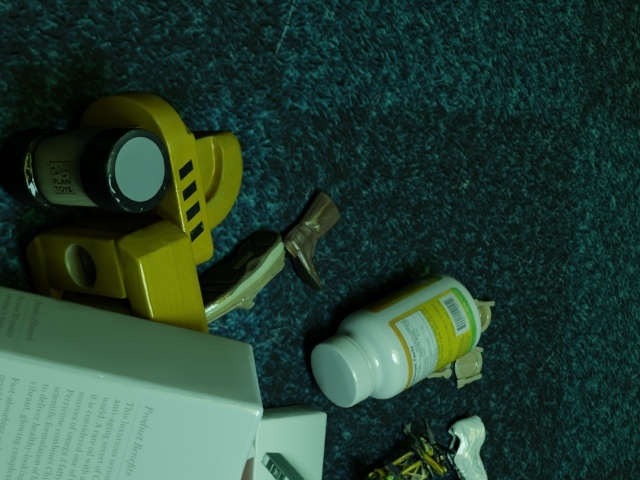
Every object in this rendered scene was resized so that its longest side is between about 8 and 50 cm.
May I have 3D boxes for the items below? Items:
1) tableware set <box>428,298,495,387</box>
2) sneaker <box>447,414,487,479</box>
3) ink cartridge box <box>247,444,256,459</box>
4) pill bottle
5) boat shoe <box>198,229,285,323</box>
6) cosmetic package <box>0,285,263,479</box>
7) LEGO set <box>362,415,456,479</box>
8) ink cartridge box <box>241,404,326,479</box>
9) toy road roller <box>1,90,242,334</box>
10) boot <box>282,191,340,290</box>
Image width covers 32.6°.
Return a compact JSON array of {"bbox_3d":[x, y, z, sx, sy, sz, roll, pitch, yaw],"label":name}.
[{"bbox_3d":[0.228,0.160,1.802,0.141,0.020,0.168,7,93,-40],"label":"tableware set"},{"bbox_3d":[0.240,0.369,1.829,0.061,0.054,0.152,-8,96,-29],"label":"sneaker"},{"bbox_3d":[-0.174,0.252,1.431,0.151,0.063,0.109,-19,109,-16],"label":"ink cartridge box"},{"bbox_3d":[0.110,0.152,1.627,0.246,0.136,0.136,-24,111,-34],"label":"pill bottle"},{"bbox_3d":[-0.111,0.068,1.482,0.190,0.068,0.072,-39,131,-29],"label":"boat shoe"},{"bbox_3d":[-0.310,0.184,1.117,0.453,0.161,0.230,15,108,-13],"label":"cosmetic package"},{"bbox_3d":[0.220,0.445,1.685,0.192,0.255,0.331,-30,111,-12],"label":"LEGO set"},{"bbox_3d":[-0.109,0.377,1.533,0.239,0.060,0.275,0,97,-41],"label":"ink cartridge box"},{"bbox_3d":[-0.205,-0.013,1.309,0.241,0.203,0.329,-24,112,-47],"label":"toy road roller"},{"bbox_3d":[0.000,0.000,1.582,0.114,0.037,0.106,-53,127,-26],"label":"boot"}]
